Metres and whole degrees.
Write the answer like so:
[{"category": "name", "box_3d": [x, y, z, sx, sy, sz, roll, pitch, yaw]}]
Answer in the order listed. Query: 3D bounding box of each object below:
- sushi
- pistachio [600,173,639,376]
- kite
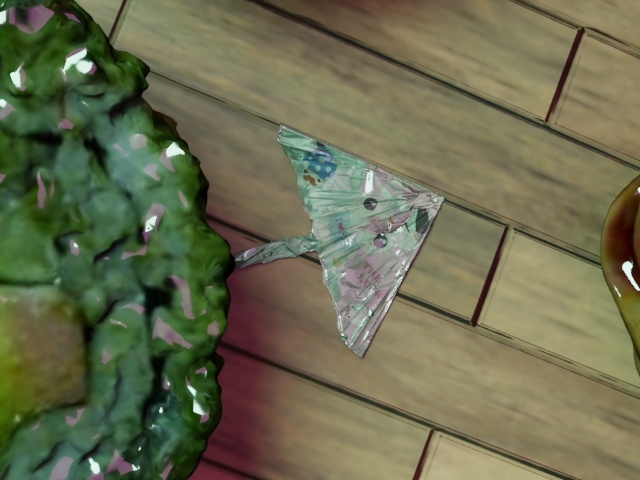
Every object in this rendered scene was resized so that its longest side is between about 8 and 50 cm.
[{"category": "sushi", "box_3d": [-0.214, 0.046, 0.746, 0.352, 0.178, 0.294, -25, 110, -15]}, {"category": "pistachio", "box_3d": [0.242, 0.006, 0.897, 0.165, 0.130, 0.210, 24, 74, -7]}, {"category": "kite", "box_3d": [0.000, 0.000, 0.905, 0.157, 0.011, 0.139, -16, 88, -13]}]
